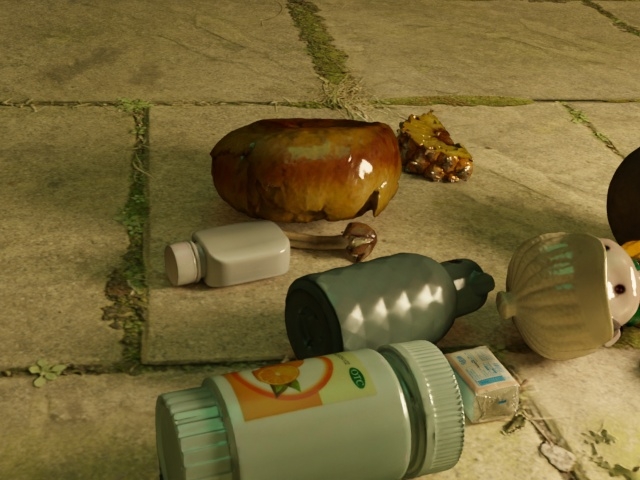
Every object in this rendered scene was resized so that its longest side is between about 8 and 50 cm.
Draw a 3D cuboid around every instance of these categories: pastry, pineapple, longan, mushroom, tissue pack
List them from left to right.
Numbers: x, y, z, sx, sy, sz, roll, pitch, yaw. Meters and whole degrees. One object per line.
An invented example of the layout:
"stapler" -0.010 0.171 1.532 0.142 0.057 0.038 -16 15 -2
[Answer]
"pastry" -0.019 -0.126 1.651 0.356 0.164 0.356 -2 14 1
"mushroom" 0.000 0.000 1.565 0.187 0.060 0.061 0 39 8
"pineapple" 0.203 -0.188 1.911 0.135 0.079 0.233 -6 29 -14
"tissue pack" 0.206 0.186 1.232 0.074 0.058 0.094 -8 30 -17
"longan" 0.593 -0.054 1.530 0.258 0.258 0.258 3 28 -2

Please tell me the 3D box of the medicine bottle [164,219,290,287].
"medicine bottle" -0.145 0.022 1.484 0.183 0.069 0.119 -10 31 -26

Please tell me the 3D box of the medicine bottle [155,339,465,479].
"medicine bottle" -0.016 0.210 1.055 0.318 0.158 0.158 -8 30 -21

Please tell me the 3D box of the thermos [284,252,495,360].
"thermos" 0.094 0.094 1.324 0.286 0.145 0.182 -13 -2 -32

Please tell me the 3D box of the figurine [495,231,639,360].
"figurine" 0.409 0.079 1.365 0.332 0.204 0.185 7 53 -38
